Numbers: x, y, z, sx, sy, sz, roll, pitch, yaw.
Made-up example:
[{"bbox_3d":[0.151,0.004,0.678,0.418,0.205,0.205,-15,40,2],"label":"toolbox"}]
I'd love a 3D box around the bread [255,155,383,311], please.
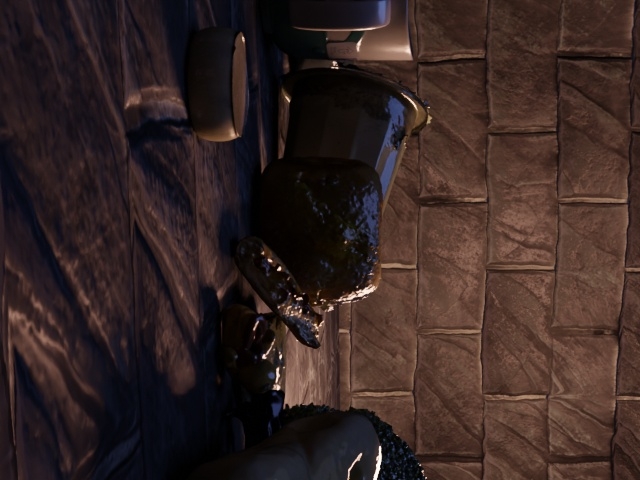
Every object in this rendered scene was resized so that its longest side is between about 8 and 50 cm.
[{"bbox_3d":[0.000,0.000,1.477,0.176,0.195,0.246,-89,178,-73],"label":"bread"}]

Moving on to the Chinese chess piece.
[{"bbox_3d":[-0.109,-0.167,1.019,0.122,0.051,0.122,2,90,-87],"label":"Chinese chess piece"}]

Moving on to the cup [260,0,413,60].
[{"bbox_3d":[0.038,-0.392,1.536,0.290,0.257,0.219,-80,169,-64],"label":"cup"}]

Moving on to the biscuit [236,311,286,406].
[{"bbox_3d":[-0.080,0.180,1.365,0.252,0.052,0.150,30,60,-84],"label":"biscuit"}]

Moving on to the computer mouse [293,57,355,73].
[{"bbox_3d":[0.002,-0.360,1.957,0.371,0.121,0.188,80,13,-53],"label":"computer mouse"}]

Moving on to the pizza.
[{"bbox_3d":[-0.051,0.075,1.328,0.134,0.056,0.271,53,-4,47],"label":"pizza"}]

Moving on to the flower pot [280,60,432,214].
[{"bbox_3d":[0.042,-0.147,1.714,0.290,0.290,0.259,75,26,-73],"label":"flower pot"}]

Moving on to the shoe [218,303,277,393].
[{"bbox_3d":[-0.090,0.133,1.156,0.069,0.072,0.109,2,-93,56],"label":"shoe"}]

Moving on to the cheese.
[{"bbox_3d":[-0.021,0.371,1.044,0.351,0.129,0.329,-3,87,-67],"label":"cheese"}]

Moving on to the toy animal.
[{"bbox_3d":[-0.076,0.352,1.195,0.195,0.090,0.324,57,28,-55],"label":"toy animal"}]

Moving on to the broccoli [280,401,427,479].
[{"bbox_3d":[0.020,0.434,1.429,0.221,0.252,0.362,-26,128,-47],"label":"broccoli"}]
